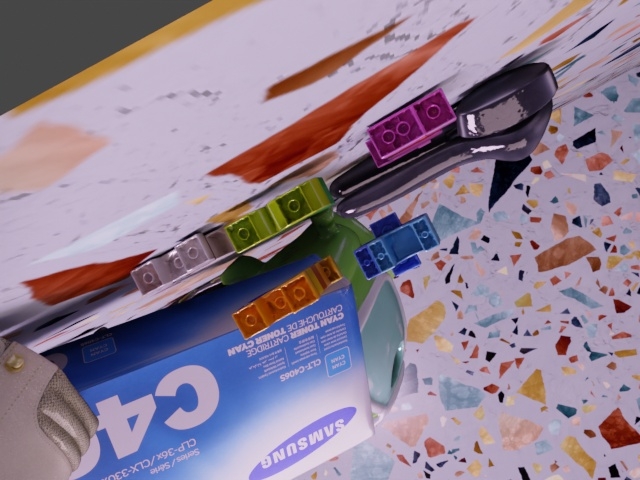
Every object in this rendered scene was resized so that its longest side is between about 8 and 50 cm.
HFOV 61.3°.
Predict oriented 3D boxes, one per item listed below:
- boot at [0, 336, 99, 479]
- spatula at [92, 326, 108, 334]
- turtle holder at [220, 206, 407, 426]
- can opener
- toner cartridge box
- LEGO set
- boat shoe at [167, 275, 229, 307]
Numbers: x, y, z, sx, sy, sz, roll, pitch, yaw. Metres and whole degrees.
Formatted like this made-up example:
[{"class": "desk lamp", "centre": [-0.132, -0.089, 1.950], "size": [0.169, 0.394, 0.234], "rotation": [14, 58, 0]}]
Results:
[{"class": "boot", "centre": [-0.198, 0.109, 0.235], "size": [0.077, 0.213, 0.165], "rotation": [-6, -132, 22]}, {"class": "spatula", "centre": [-0.305, 0.200, 0.562], "size": [0.084, 0.030, 0.297], "rotation": [-29, -158, 33]}, {"class": "turtle holder", "centre": [-0.009, 0.103, 0.692], "size": [0.243, 0.227, 0.320], "rotation": [-38, -165, 16]}, {"class": "can opener", "centre": [0.090, -0.073, 0.417], "size": [0.186, 0.073, 0.059], "rotation": [-26, -141, 19]}, {"class": "toner cartridge box", "centre": [-0.129, 0.148, 0.427], "size": [0.347, 0.165, 0.075], "rotation": [-20, -153, -21]}, {"class": "LEGO set", "centre": [0.000, 0.000, 0.369], "size": [0.227, 0.087, 0.093], "rotation": [-28, 179, 16]}, {"class": "boat shoe", "centre": [-0.220, 0.127, 0.955], "size": [0.227, 0.081, 0.069], "rotation": [-36, 176, -3]}]
